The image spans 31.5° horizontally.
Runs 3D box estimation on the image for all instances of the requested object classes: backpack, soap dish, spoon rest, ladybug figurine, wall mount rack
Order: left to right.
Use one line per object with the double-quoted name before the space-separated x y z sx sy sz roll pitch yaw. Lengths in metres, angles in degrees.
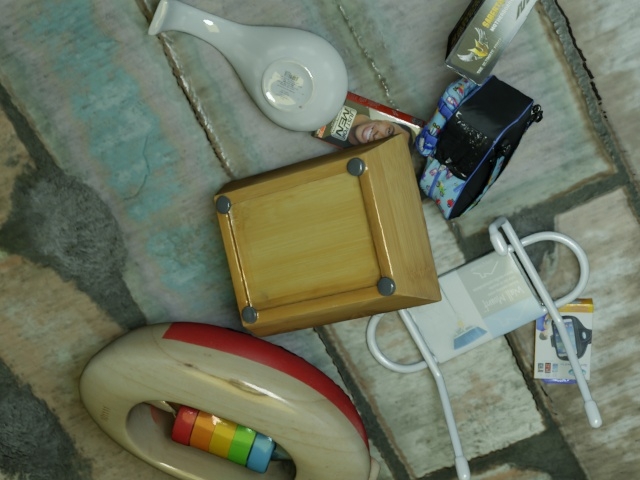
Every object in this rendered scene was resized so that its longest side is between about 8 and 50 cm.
"ladybug figurine" -0.122 0.247 1.650 0.449 0.162 0.305 22 138 -1
"spoon rest" -0.091 -0.248 1.531 0.276 0.084 0.137 28 113 -1
"soap dish" 0.000 0.000 1.531 0.291 0.118 0.228 -14 87 28
"backpack" 0.192 -0.120 1.499 0.117 0.158 0.173 36 130 10
"wall mount rack" 0.229 0.147 1.581 0.350 0.130 0.304 -28 93 22

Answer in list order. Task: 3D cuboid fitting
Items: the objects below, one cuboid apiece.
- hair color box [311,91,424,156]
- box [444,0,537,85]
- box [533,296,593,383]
"hair color box" 0.065 -0.154 1.564 0.141 0.043 0.072 21 110 0
"box" 0.239 -0.318 1.404 0.056 0.183 0.231 32 112 -5
"box" 0.351 0.149 1.639 0.081 0.028 0.136 1 108 8
